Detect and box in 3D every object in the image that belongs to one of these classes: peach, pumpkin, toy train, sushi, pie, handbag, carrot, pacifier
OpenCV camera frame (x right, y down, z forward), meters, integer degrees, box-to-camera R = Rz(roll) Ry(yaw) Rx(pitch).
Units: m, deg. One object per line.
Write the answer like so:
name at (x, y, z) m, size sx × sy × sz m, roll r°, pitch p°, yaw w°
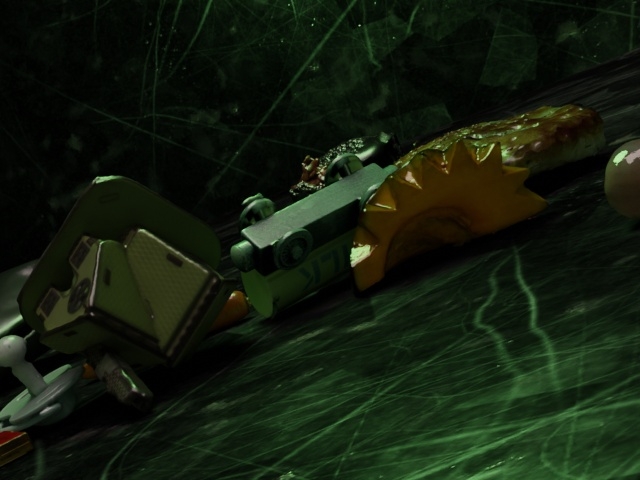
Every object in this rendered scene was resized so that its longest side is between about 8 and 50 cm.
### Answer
peach at (0.318, -0.059, 1.291) m, size 0.083 × 0.083 × 0.083 m, roll -22°, pitch 7°, yaw 3°
pumpkin at (0.124, -0.044, 1.598) m, size 0.254 × 0.130 × 0.149 m, roll -25°, pitch 7°, yaw -7°
toy train at (0.000, 0.000, 1.660) m, size 0.253 × 0.157 × 0.105 m, roll -29°, pitch 46°, yaw -26°
sushi at (0.039, -0.079, 2.129) m, size 0.172 × 0.153 × 0.150 m, roll 16°, pitch 52°, yaw 44°
pie at (0.240, -0.113, 1.876) m, size 0.288 × 0.102 × 0.355 m, roll -24°, pitch 11°, yaw -12°
handbag at (-0.541, 0.171, 2.094) m, size 0.342 × 0.152 × 0.288 m, roll -22°, pitch 17°, yaw 40°
carrot at (-0.204, 0.126, 1.726) m, size 0.248 × 0.043 × 0.043 m, roll -25°, pitch 6°, yaw 3°
pacifier at (-0.347, 0.167, 1.553) m, size 0.127 × 0.116 × 0.150 m, roll -39°, pitch 14°, yaw -15°

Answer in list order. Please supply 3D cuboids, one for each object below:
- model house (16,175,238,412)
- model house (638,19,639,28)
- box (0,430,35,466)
model house at (-0.189, 0.077, 1.493) m, size 0.218 × 0.205 × 0.279 m, roll -59°, pitch 29°, yaw 1°
model house at (0.606, -0.304, 1.801) m, size 0.280 × 0.245 × 0.312 m, roll -48°, pitch -29°, yaw 15°
box at (-0.386, 0.247, 1.441) m, size 0.133 × 0.023 × 0.090 m, roll -26°, pitch 5°, yaw -27°
